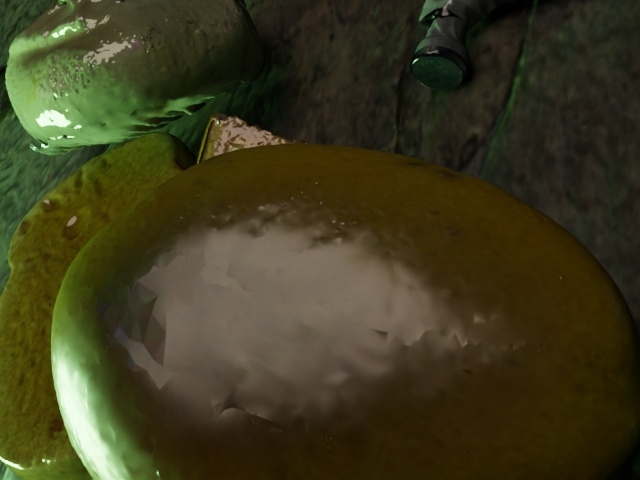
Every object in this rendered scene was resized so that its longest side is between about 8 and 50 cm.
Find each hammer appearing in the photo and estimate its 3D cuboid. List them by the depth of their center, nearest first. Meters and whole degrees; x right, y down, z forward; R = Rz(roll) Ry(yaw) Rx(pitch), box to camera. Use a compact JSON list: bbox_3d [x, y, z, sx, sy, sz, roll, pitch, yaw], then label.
[{"bbox_3d":[0.256,-0.207,0.821,0.427,0.044,0.152,-6,52,38],"label":"hammer"}]

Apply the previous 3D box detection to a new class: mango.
[{"bbox_3d":[0.006,0.066,0.680,0.365,0.182,0.253,4,75,32],"label":"mango"}]

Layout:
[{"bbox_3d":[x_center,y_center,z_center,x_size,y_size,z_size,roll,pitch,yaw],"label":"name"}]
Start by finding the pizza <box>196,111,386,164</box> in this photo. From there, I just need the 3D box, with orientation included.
[{"bbox_3d":[0.000,0.000,0.842,0.193,0.053,0.201,-4,77,15],"label":"pizza"}]

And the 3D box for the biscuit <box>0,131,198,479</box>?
[{"bbox_3d":[-0.156,0.039,0.968,0.287,0.057,0.344,-30,41,18],"label":"biscuit"}]

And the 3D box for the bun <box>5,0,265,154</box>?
[{"bbox_3d":[-0.166,-0.169,1.038,0.239,0.141,0.239,-19,13,5],"label":"bun"}]
